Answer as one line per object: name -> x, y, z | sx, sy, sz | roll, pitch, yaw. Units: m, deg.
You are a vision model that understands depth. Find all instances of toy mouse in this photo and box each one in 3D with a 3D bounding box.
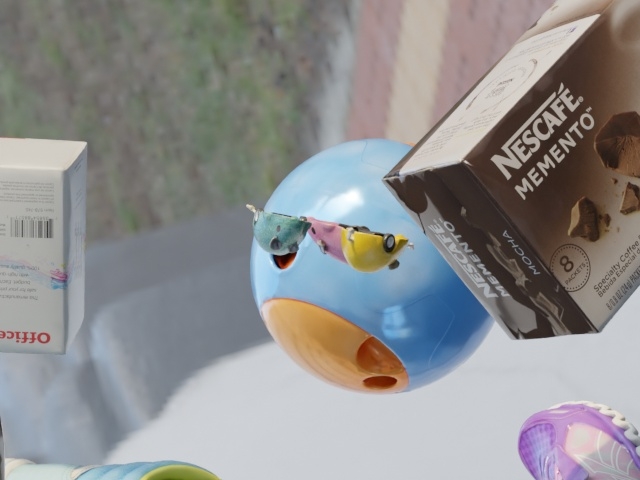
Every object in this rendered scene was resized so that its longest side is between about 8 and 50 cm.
toy mouse -> 0.000, 0.000, 1.420 | 0.143, 0.161, 0.031 | 12, 92, 31

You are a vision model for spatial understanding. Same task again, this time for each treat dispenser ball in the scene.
treat dispenser ball -> 0.065, 0.030, 2.174 | 0.288, 0.288, 0.288 | 165, 90, -73

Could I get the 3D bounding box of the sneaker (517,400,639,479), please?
sneaker -> 0.222, 0.206, 1.567 | 0.236, 0.104, 0.095 | 40, 128, 51

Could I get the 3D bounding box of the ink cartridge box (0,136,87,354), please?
ink cartridge box -> -0.283, 0.004, 1.768 | 0.127, 0.128, 0.176 | -82, -4, -76

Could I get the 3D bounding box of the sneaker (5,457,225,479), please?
sneaker -> -0.114, 0.267, 1.485 | 0.319, 0.208, 0.127 | 46, -134, -48

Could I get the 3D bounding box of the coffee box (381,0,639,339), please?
coffee box -> 0.212, -0.085, 1.446 | 0.168, 0.297, 0.119 | 51, 157, -14

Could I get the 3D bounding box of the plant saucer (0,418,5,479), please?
plant saucer -> -0.227, 0.150, 0.877 | 0.278, 0.041, 0.278 | -30, 46, 37
